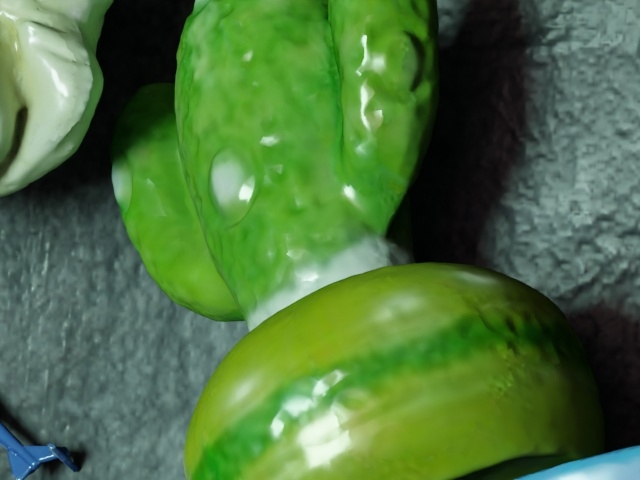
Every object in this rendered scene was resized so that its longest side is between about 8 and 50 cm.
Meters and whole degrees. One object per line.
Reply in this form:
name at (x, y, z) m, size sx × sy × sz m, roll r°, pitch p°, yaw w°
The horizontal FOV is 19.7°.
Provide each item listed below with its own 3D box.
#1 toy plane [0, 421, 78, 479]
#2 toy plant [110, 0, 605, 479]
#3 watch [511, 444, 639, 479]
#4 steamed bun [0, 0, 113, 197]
toy plane at (-0.203, 0.082, 1.027) m, size 0.167 × 0.054 × 0.062 m, roll 36°, pitch 77°, yaw 27°
toy plant at (0.000, 0.000, 0.862) m, size 0.224 × 0.184 × 0.316 m, roll -47°, pitch 54°, yaw 36°
watch at (0.179, 0.164, 0.657) m, size 0.305 × 0.274 × 0.241 m, roll -12°, pitch 67°, yaw 2°
steamed bun at (-0.239, -0.132, 0.973) m, size 0.268 × 0.207 × 0.280 m, roll 7°, pitch 65°, yaw -8°
